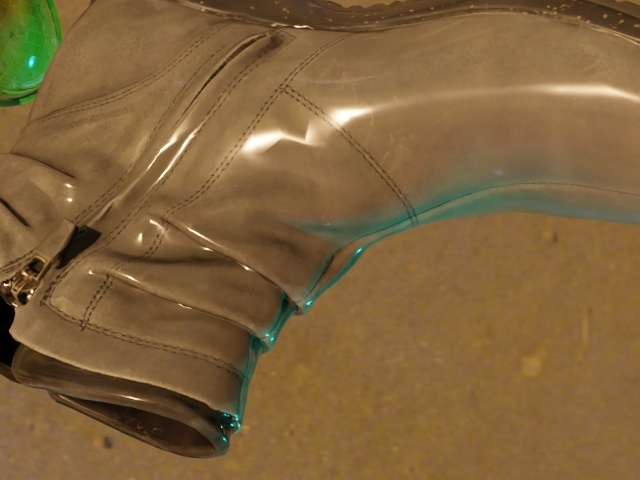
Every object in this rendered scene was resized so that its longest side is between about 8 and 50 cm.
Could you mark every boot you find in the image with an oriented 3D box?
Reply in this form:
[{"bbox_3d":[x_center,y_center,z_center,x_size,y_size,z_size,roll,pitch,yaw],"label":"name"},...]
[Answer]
[{"bbox_3d":[0.000,0.000,0.436,0.161,0.247,0.083,-62,152,-27],"label":"boot"}]

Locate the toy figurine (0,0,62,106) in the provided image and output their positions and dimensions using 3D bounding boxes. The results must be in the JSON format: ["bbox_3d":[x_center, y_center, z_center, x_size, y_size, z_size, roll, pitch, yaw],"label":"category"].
[{"bbox_3d":[-0.241,-0.228,0.919,0.191,0.217,0.362,-28,116,-30],"label":"toy figurine"}]
